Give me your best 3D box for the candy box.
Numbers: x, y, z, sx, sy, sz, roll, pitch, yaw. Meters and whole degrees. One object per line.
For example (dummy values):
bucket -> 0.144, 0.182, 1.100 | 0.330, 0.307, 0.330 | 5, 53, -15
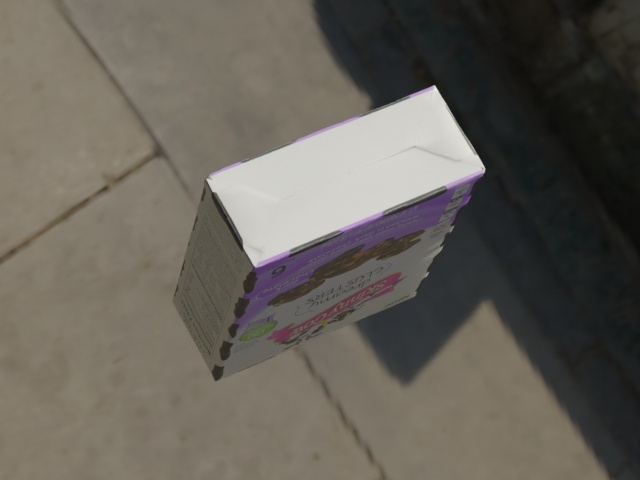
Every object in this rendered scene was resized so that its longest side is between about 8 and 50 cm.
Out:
candy box -> 0.000, 0.000, 1.173 | 0.165, 0.196, 0.070 | -23, 71, -20
